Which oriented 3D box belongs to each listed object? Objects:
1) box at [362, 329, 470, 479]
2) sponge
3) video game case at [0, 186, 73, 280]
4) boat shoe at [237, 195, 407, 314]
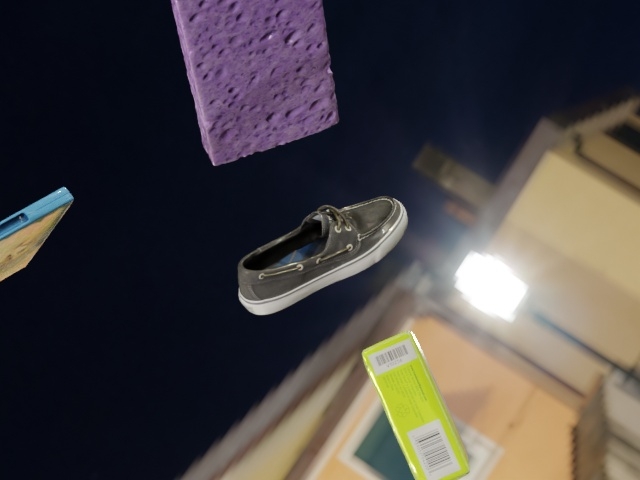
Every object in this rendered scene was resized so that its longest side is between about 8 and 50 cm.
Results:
[{"bbox_3d":[0.070,0.123,1.266,0.042,0.109,0.178,-24,-5,2],"label":"box"},{"bbox_3d":[-0.053,-0.158,1.406,0.117,0.031,0.210,-19,-42,-9],"label":"sponge"},{"bbox_3d":[-0.268,0.026,1.304,0.166,0.015,0.119,-33,-7,-39],"label":"video game case"},{"bbox_3d":[0.000,0.000,2.012,0.228,0.080,0.076,-27,-46,-15],"label":"boat shoe"}]
